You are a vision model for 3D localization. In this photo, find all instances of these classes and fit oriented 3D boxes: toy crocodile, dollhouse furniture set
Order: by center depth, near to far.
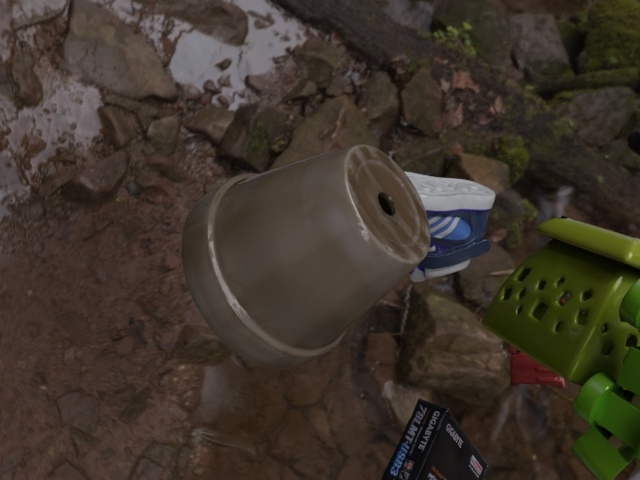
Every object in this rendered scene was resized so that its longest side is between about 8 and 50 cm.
[{"bbox_3d":[0.400,0.150,0.769,0.105,0.115,0.340,4,113,-42],"label":"toy crocodile"},{"bbox_3d":[0.608,0.224,1.426,0.201,0.374,0.152,-22,109,-64],"label":"dollhouse furniture set"}]

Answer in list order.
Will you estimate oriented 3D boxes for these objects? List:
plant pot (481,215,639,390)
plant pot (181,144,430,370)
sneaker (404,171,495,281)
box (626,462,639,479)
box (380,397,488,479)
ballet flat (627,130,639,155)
[{"bbox_3d":[0.410,0.096,0.946,0.228,0.227,0.207,19,97,-20],"label":"plant pot"},{"bbox_3d":[0.000,0.000,0.999,0.323,0.280,0.323,30,44,-35],"label":"plant pot"},{"bbox_3d":[0.199,-0.009,1.340,0.323,0.130,0.236,1,119,-29],"label":"sneaker"},{"bbox_3d":[0.828,0.427,1.481,0.058,0.232,0.322,39,48,25],"label":"box"},{"bbox_3d":[0.192,0.486,1.206,0.293,0.073,0.295,-57,139,-22],"label":"box"},{"bbox_3d":[0.736,-0.192,1.424,0.049,0.173,0.057,28,111,-27],"label":"ballet flat"}]
